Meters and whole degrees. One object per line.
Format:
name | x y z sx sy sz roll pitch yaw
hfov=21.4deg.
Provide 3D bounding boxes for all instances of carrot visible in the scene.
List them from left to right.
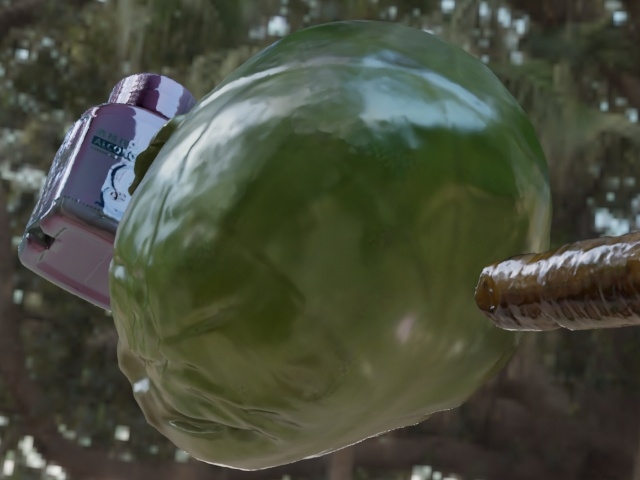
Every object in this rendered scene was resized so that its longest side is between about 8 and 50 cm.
carrot | 0.129 0.012 0.604 0.170 0.042 0.042 -9 -23 44

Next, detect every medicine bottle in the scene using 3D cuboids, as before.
medicine bottle | -0.157 -0.045 1.364 0.119 0.188 0.094 29 -44 -15

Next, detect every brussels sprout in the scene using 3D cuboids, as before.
brussels sprout | 0.000 0.000 0.867 0.244 0.244 0.244 5 -18 2
